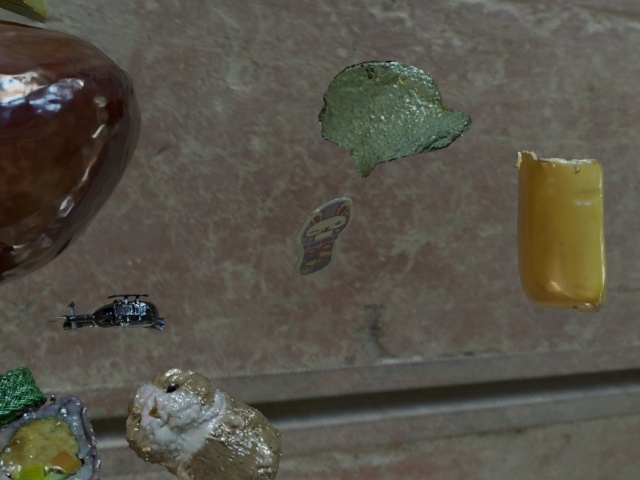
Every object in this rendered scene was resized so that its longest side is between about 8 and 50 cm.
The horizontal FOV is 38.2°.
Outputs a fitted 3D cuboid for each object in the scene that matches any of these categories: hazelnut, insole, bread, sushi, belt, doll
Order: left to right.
[{"bbox_3d":[-0.446,0.241,1.257,0.151,0.121,0.079,-31,81,0],"label":"belt"},{"bbox_3d":[-0.427,-0.123,1.211,0.421,0.421,0.352,-18,94,-19],"label":"hazelnut"},{"bbox_3d":[-0.378,0.293,1.194,0.161,0.241,0.107,7,118,-25],"label":"sushi"},{"bbox_3d":[-0.098,0.217,0.956,0.221,0.115,0.105,34,79,-5],"label":"doll"},{"bbox_3d":[0.000,0.000,1.011,0.065,0.004,0.197,-19,160,-16],"label":"insole"},{"bbox_3d":[0.247,-0.007,0.958,0.085,0.134,0.173,-3,89,10],"label":"bread"}]

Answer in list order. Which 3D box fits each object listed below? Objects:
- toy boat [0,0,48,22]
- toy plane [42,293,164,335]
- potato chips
[{"bbox_3d":[-0.459,-0.359,1.309,0.172,0.066,0.065,18,68,-40],"label":"toy boat"},{"bbox_3d":[-0.332,0.122,1.448,0.197,0.078,0.053,-2,68,-26],"label":"toy plane"},{"bbox_3d":[0.096,-0.160,1.252,0.167,0.228,0.059,-49,144,7],"label":"potato chips"}]
